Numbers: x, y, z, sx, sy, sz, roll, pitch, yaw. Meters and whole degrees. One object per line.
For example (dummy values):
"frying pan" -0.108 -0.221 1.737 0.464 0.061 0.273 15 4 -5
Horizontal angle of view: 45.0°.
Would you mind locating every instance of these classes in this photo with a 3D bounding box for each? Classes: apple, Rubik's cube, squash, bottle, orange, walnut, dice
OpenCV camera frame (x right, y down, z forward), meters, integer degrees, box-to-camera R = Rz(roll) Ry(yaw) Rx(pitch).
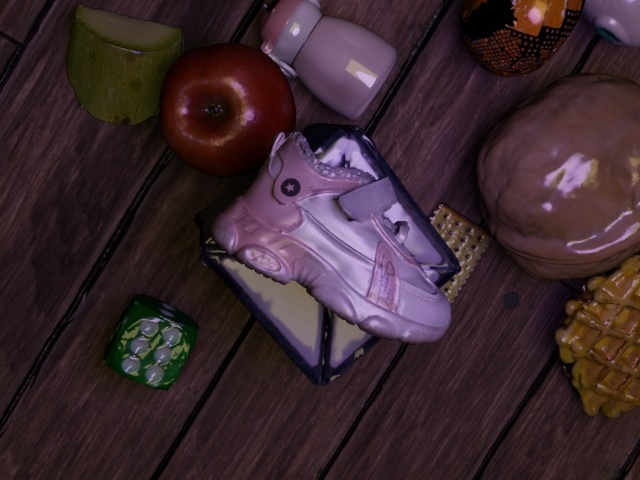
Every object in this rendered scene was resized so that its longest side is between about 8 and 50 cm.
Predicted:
"apple" -0.152 -0.211 1.251 0.218 0.201 0.218 1 98 7
"Rubik's cube" 0.000 0.000 1.274 0.305 0.307 0.310 -41 103 0
"squash" -0.326 -0.283 1.272 0.192 0.085 0.184 9 96 -11
"bottle" -0.001 -0.324 1.307 0.236 0.147 0.147 33 91 -6
"orange" 0.346 -0.395 1.317 0.182 0.234 0.234 41 89 -14
"walnut" 0.449 -0.109 1.339 0.381 0.381 0.381 -2 99 -11
"dice" -0.291 0.176 1.333 0.131 0.120 0.128 29 91 -16

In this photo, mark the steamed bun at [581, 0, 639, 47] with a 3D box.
"steamed bun" 0.523 -0.441 1.378 0.131 0.177 0.228 -31 105 22

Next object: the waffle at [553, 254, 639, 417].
"waffle" 0.638 0.167 1.474 0.382 0.095 0.379 -25 122 0

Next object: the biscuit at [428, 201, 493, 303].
"biscuit" 0.217 0.054 1.469 0.139 0.016 0.231 31 92 -15

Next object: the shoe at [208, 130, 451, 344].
"shoe" 0.042 0.000 1.035 0.351 0.172 0.198 28 91 -12
